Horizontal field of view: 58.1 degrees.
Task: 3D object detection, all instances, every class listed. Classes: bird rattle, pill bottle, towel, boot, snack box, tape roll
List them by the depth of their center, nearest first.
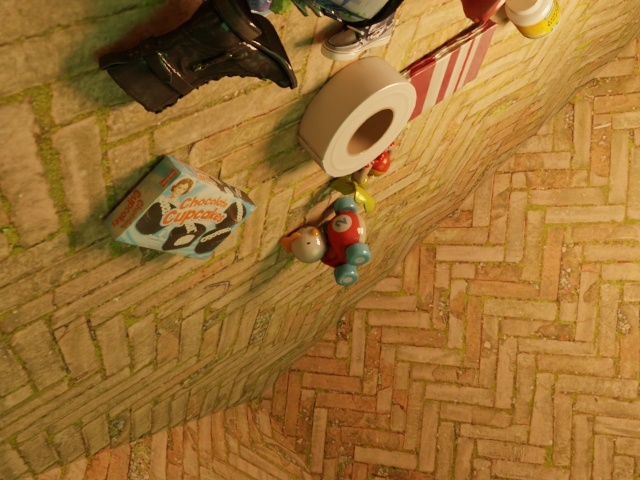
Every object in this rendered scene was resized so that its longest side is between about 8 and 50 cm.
[{"bbox_3d":[-0.177,-0.265,0.889,0.229,0.091,0.263,-28,157,16],"label":"boot"},{"bbox_3d":[0.076,-0.414,1.113,0.190,0.069,0.086,-36,155,-37],"label":"boot"},{"bbox_3d":[-0.281,-0.057,1.219,0.187,0.060,0.322,-44,160,9],"label":"snack box"},{"bbox_3d":[0.087,-0.283,1.351,0.286,0.100,0.286,-35,161,-14],"label":"tape roll"},{"bbox_3d":[0.541,-0.599,1.477,0.117,0.117,0.208,-49,158,23],"label":"pill bottle"},{"bbox_3d":[0.314,-0.435,1.543,0.329,0.037,0.237,-34,162,-13],"label":"towel"},{"bbox_3d":[0.137,-0.222,1.615,0.207,0.143,0.253,-35,150,-50],"label":"bird rattle"}]

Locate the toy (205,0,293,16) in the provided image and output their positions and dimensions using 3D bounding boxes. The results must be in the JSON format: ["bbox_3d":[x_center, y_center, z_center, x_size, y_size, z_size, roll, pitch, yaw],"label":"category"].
[{"bbox_3d":[-0.060,-0.400,0.891,0.237,0.056,0.137,-38,159,-7],"label":"toy"}]

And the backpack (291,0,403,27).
[{"bbox_3d":[0.006,-0.426,0.705,0.355,0.273,0.290,14,126,-38],"label":"backpack"}]

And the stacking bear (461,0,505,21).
[{"bbox_3d":[0.241,-0.543,1.005,0.164,0.175,0.289,-45,153,19],"label":"stacking bear"}]

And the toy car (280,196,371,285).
[{"bbox_3d":[0.000,0.000,1.739,0.238,0.219,0.210,2,142,-21],"label":"toy car"}]
